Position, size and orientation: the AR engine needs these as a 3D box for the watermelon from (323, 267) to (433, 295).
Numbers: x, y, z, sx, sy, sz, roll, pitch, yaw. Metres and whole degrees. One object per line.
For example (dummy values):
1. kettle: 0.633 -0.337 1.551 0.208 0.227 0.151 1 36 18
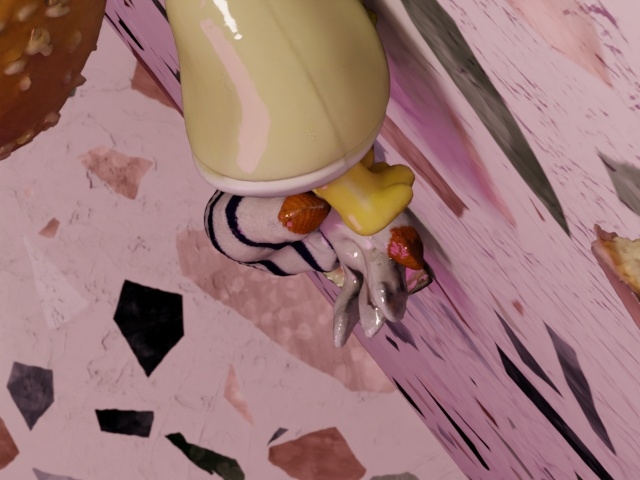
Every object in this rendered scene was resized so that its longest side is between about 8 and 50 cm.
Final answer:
1. watermelon: 0.023 0.001 1.487 0.163 0.069 0.087 48 175 19

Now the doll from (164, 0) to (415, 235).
1. doll: -0.036 -0.130 0.888 0.141 0.117 0.296 -124 13 -54

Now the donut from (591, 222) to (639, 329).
1. donut: 0.152 0.036 0.527 0.117 0.065 0.166 54 176 -13

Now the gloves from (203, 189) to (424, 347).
1. gloves: 0.010 -0.007 1.374 0.218 0.131 0.140 -1 129 46

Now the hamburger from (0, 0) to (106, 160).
1. hamburger: -0.231 -0.226 0.931 0.445 0.287 0.268 52 -160 -43
